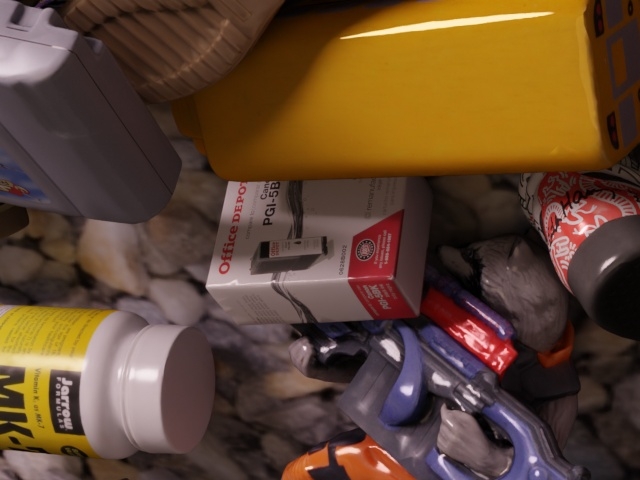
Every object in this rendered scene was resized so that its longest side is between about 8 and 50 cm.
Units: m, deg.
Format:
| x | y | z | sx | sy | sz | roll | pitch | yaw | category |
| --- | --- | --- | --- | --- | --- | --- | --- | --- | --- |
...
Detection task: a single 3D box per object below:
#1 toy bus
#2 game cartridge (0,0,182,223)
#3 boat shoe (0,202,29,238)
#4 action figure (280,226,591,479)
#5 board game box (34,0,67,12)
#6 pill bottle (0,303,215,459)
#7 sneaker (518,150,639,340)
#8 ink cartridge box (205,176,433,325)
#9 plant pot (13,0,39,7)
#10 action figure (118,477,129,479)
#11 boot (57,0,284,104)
| x | y | z | sx | sy | sz | roll | pitch | yaw | category |
| --- | --- | --- | --- | --- | --- | --- | --- | --- | --- |
| 0.035 | -0.102 | 0.766 | 0.332 | 0.130 | 0.108 | 0 | 112 | 33 | toy bus |
| -0.242 | -0.089 | 0.747 | 0.297 | 0.062 | 0.198 | 13 | 155 | 18 | game cartridge |
| -0.385 | -0.042 | 0.998 | 0.307 | 0.111 | 0.104 | -8 | 105 | 13 | boat shoe |
| 0.056 | 0.114 | 0.896 | 0.341 | 0.178 | 0.330 | 48 | 118 | 31 | action figure |
| -0.200 | -0.149 | 0.854 | 0.170 | 0.141 | 0.048 | 3 | 114 | 20 | board game box |
| -0.198 | 0.112 | 0.977 | 0.208 | 0.119 | 0.119 | 1 | 112 | 20 | pill bottle |
| 0.238 | 0.023 | 0.794 | 0.270 | 0.145 | 0.090 | 28 | 115 | -34 | sneaker |
| 0.000 | 0.000 | 0.821 | 0.135 | 0.099 | 0.056 | -5 | 148 | 23 | ink cartridge box |
| -0.193 | -0.342 | 0.704 | 0.280 | 0.323 | 0.323 | -40 | 94 | 12 | plant pot |
| -0.056 | 0.295 | 0.950 | 0.285 | 0.185 | 0.099 | 27 | 100 | 34 | action figure |
| -0.050 | -0.196 | 0.750 | 0.248 | 0.207 | 0.090 | -26 | 123 | 28 | boot |
